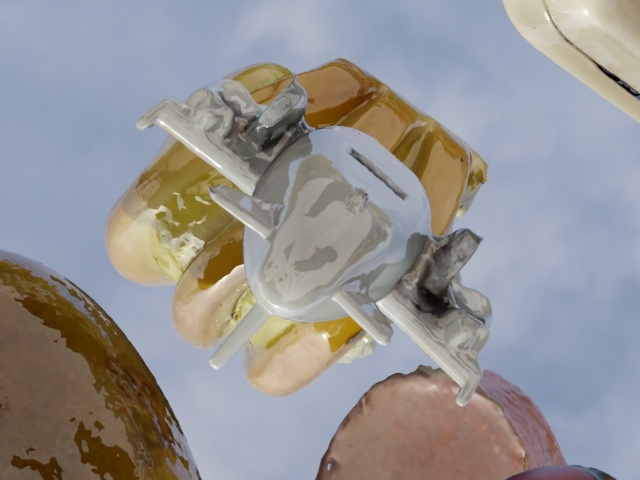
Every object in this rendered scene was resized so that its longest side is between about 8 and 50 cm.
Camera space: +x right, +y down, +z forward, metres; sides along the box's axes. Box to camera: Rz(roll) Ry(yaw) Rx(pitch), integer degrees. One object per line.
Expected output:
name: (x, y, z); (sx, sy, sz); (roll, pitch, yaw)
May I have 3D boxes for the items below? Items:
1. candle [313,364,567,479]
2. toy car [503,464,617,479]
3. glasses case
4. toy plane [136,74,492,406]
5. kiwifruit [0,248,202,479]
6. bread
candle: (0.102, 0.267, 1.311); (0.287, 0.317, 0.131); (38, -163, 26)
toy car: (0.154, 0.271, 0.767); (0.341, 0.271, 0.240); (-5, -158, 29)
glasses case: (0.143, -0.090, 0.669); (0.050, 0.196, 0.083); (4, -106, 43)
toy plane: (0.000, 0.000, 0.940); (0.244, 0.245, 0.117); (46, -74, 20)
kiwifruit: (-0.148, 0.121, 0.737); (0.196, 0.196, 0.234); (-27, -119, -23)
bread: (-0.032, -0.006, 1.415); (0.270, 0.316, 0.211); (33, -139, -19)
